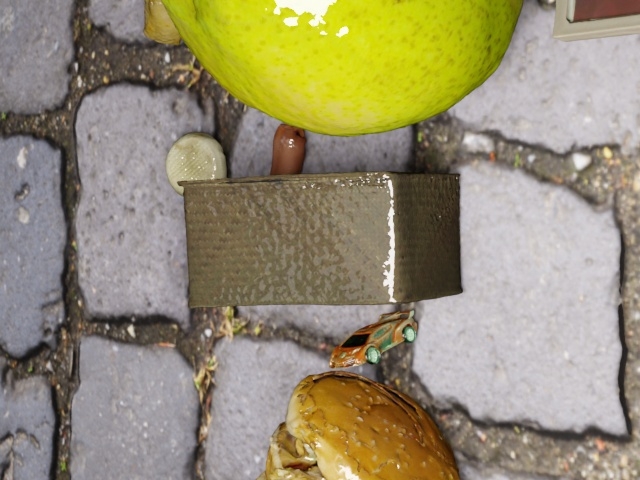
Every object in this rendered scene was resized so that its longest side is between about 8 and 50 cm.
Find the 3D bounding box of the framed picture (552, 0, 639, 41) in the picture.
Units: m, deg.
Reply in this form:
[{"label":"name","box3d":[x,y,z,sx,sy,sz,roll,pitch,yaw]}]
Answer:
[{"label":"framed picture","box3d":[0.328,-0.335,1.414,0.211,0.020,0.289,-1,77,41]}]

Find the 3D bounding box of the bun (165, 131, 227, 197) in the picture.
[{"label":"bun","box3d":[-0.151,-0.094,1.863,0.086,0.055,0.086,2,94,26]}]

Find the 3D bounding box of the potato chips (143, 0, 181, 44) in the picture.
[{"label":"potato chips","box3d":[-0.184,-0.421,1.793,0.080,0.057,0.407,-116,27,-63]}]

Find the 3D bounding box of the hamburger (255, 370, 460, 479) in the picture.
[{"label":"hamburger","box3d":[0.032,0.278,1.599,0.245,0.260,0.211,48,118,36]}]

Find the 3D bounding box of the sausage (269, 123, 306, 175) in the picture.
[{"label":"sausage","box3d":[-0.053,-0.055,1.785,0.040,0.047,0.177,36,116,53]}]

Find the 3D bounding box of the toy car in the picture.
[{"label":"toy car","box3d":[0.056,0.113,1.657,0.059,0.122,0.035,-8,100,43]}]

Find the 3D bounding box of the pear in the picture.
[{"label":"pear","box3d":[0.014,-0.282,1.509,0.391,0.391,0.391,3,95,40]}]

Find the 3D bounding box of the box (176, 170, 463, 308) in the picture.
[{"label":"box","box3d":[0.000,-0.003,1.629,0.273,0.184,0.143,-2,91,29]}]
